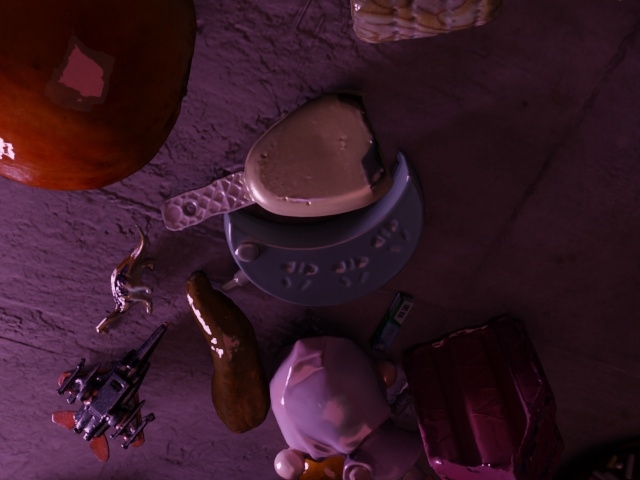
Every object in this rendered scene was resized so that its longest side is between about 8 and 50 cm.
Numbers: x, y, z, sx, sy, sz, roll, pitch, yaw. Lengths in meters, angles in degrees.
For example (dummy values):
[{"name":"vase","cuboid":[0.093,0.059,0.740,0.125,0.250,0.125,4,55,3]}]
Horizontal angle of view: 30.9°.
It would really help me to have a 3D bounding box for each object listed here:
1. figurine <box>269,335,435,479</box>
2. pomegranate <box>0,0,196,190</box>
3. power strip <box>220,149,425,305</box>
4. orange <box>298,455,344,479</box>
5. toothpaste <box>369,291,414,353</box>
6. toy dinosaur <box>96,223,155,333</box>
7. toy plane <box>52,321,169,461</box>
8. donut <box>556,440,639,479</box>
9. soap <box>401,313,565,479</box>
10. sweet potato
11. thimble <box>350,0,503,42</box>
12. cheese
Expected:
[{"name":"figurine","cuboid":[0.040,0.227,1.384,0.200,0.133,0.276,-42,103,-22]},{"name":"pomegranate","cuboid":[-0.249,-0.181,1.054,0.270,0.229,0.252,19,127,-6]},{"name":"power strip","cuboid":[0.000,0.000,1.305,0.253,0.054,0.168,-17,123,3]},{"name":"orange","cuboid":[0.007,0.286,1.480,0.083,0.070,0.083,14,152,7]},{"name":"toothpaste","cuboid":[0.086,0.100,1.404,0.020,0.017,0.083,18,119,-18]},{"name":"toy dinosaur","cuboid":[-0.210,0.049,1.318,0.058,0.037,0.180,10,122,-20]},{"name":"toy plane","cuboid":[-0.239,0.171,1.380,0.130,0.061,0.189,39,110,5]},{"name":"donut","cuboid":[0.441,0.399,1.582,0.345,0.136,0.259,-17,127,2]},{"name":"soap","cuboid":[0.193,0.208,1.351,0.162,0.250,0.099,-14,122,4]},{"name":"sweet potato","cuboid":[-0.106,0.142,1.369,0.081,0.062,0.233,14,132,35]},{"name":"thimble","cuboid":[0.095,-0.275,1.077,0.143,0.137,0.190,-6,147,1]},{"name":"cheese","cuboid":[-0.053,-0.068,1.229,0.251,0.054,0.127,-19,83,10]}]
